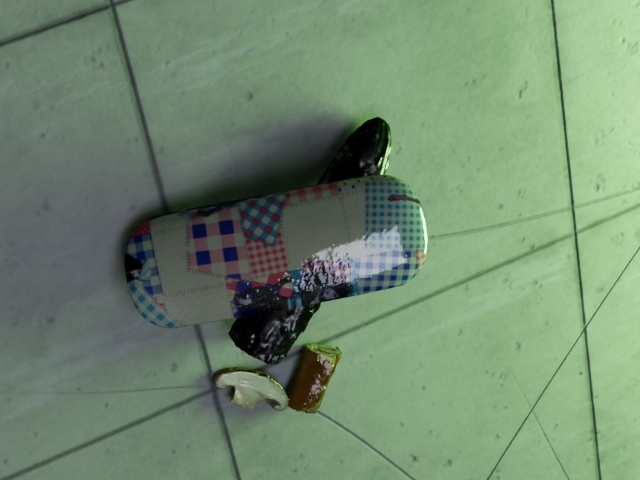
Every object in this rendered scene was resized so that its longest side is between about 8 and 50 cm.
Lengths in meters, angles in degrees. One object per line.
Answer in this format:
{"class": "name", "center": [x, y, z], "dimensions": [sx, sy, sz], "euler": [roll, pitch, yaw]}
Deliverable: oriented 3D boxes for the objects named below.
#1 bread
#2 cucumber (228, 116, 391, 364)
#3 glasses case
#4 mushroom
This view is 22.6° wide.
{"class": "bread", "center": [-0.009, 0.164, 1.906], "dimensions": [0.047, 0.036, 0.083], "euler": [14, 109, -22]}
{"class": "cucumber", "center": [0.000, 0.000, 1.792], "dimensions": [0.072, 0.081, 0.303], "euler": [22, 105, -36]}
{"class": "glasses case", "center": [-0.048, 0.011, 1.717], "dimensions": [0.327, 0.076, 0.125], "euler": [-11, 96, 0]}
{"class": "mushroom", "center": [-0.081, 0.174, 1.881], "dimensions": [0.101, 0.019, 0.049], "euler": [26, 101, -27]}
